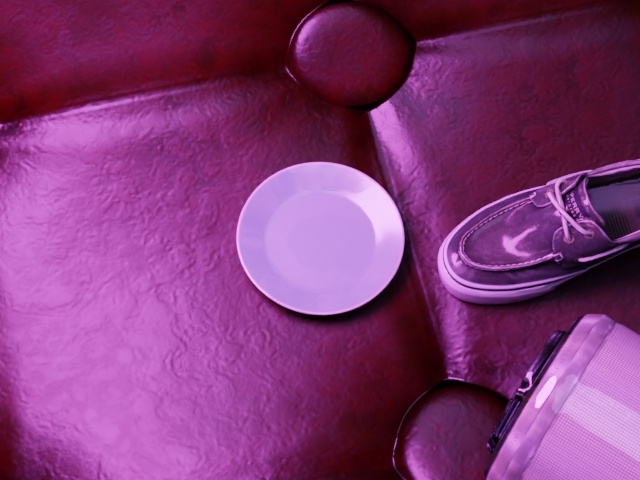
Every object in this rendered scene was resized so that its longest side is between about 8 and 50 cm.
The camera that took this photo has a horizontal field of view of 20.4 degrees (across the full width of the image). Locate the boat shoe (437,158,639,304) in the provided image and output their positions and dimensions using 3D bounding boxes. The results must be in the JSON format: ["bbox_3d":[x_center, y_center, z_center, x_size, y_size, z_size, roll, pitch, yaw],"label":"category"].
[{"bbox_3d":[0.287,-0.031,1.958,0.335,0.119,0.121,-20,69,-3],"label":"boat shoe"}]

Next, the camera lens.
[{"bbox_3d":[0.321,0.221,1.798,0.274,0.219,0.219,31,68,11],"label":"camera lens"}]

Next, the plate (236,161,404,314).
[{"bbox_3d":[0.000,0.000,1.993,0.188,0.024,0.188,1,65,-1],"label":"plate"}]
